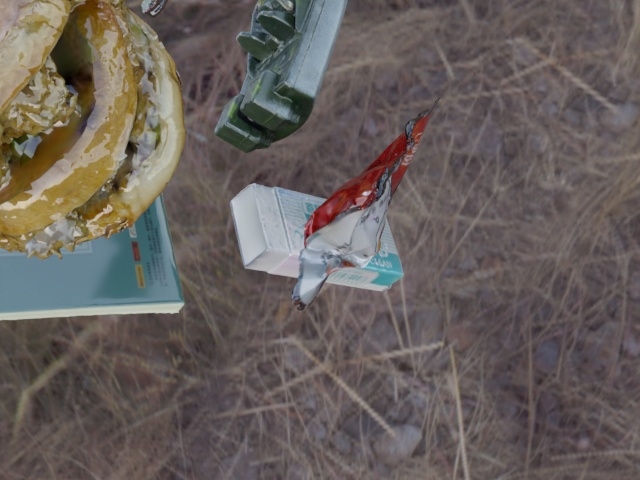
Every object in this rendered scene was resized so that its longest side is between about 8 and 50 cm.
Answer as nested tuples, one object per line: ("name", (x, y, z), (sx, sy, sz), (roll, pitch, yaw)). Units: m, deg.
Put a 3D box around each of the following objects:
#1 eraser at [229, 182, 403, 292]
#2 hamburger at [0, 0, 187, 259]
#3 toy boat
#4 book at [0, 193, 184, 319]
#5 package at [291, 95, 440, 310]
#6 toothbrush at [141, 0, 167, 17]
("eraser", (0.000, 0.000, 1.312), (0.225, 0.052, 0.095), (11, 53, -41))
("hamburger", (-0.248, -0.109, 0.868), (0.245, 0.211, 0.260), (-27, 67, 19))
("toy boat", (-0.028, -0.246, 1.195), (0.092, 0.141, 0.319), (28, 60, -20))
("book", (-0.356, -0.032, 1.252), (0.379, 0.031, 0.264), (-1, 64, -28))
("package", (0.042, -0.036, 1.074), (0.071, 0.194, 0.269), (38, 30, -4))
("toothbrush", (-0.103, -0.416, 1.312), (0.041, 0.041, 0.364), (46, 105, 21))
